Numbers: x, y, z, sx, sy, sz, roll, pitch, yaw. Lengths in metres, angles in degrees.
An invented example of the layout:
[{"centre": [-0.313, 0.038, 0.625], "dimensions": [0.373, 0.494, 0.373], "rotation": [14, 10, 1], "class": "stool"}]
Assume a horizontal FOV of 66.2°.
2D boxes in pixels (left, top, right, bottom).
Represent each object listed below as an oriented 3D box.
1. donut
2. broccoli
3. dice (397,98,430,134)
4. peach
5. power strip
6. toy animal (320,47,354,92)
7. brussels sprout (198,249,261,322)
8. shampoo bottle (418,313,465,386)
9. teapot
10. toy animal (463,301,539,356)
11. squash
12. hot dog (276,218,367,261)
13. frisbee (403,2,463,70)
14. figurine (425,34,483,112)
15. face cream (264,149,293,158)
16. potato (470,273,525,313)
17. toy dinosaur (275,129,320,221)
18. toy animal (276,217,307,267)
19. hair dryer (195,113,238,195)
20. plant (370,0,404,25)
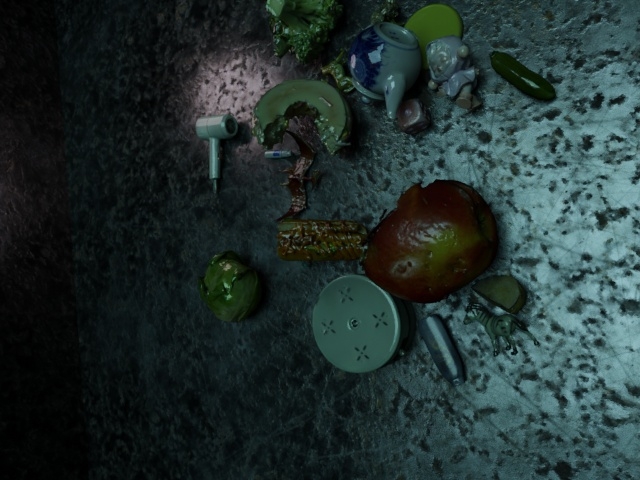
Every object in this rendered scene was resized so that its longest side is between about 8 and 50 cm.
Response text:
[{"centre": [-0.064, -0.460, 1.836], "dimensions": [0.370, 0.150, 0.308], "rotation": [4, 67, 2], "class": "donut"}, {"centre": [-0.073, -0.866, 1.886], "dimensions": [0.277, 0.317, 0.339], "rotation": [39, 146, 16], "class": "broccoli"}, {"centre": [0.320, -0.428, 1.696], "dimensions": [0.093, 0.091, 0.094], "rotation": [-21, 74, 29], "class": "dice"}, {"centre": [0.321, 0.015, 1.515], "dimensions": [0.416, 0.339, 0.354], "rotation": [-18, 73, 33], "class": "peach"}, {"centre": [0.157, 0.290, 1.702], "dimensions": [0.357, 0.161, 0.358], "rotation": [-2, 86, 31], "class": "power strip"}, {"centre": [0.086, -0.628, 1.882], "dimensions": [0.136, 0.073, 0.182], "rotation": [-34, 81, 34], "class": "toy animal"}, {"centre": [-0.369, 0.192, 2.008], "dimensions": [0.259, 0.227, 0.295], "rotation": [12, 101, 47], "class": "brussels sprout"}, {"centre": [0.400, 0.360, 1.607], "dimensions": [0.087, 0.049, 0.234], "rotation": [-33, 70, 28], "class": "shampoo bottle"}, {"centre": [0.207, -0.590, 1.697], "dimensions": [0.280, 0.252, 0.424], "rotation": [117, 146, -46], "class": "teapot"}, {"centre": [0.539, 0.259, 1.491], "dimensions": [0.176, 0.073, 0.217], "rotation": [65, 156, 6], "class": "toy animal"}, {"centre": [0.618, -0.515, 1.530], "dimensions": [0.258, 0.069, 0.069], "rotation": [48, 110, 26], "class": "squash"}, {"centre": [0.000, 0.000, 1.798], "dimensions": [0.348, 0.117, 0.159], "rotation": [2, 85, 11], "class": "hot dog"}, {"centre": [0.383, -0.716, 1.723], "dimensions": [0.235, 0.017, 0.236], "rotation": [-3, 85, 33], "class": "frisbee"}, {"centre": [0.440, -0.549, 1.605], "dimensions": [0.200, 0.133, 0.276], "rotation": [-41, 68, 61], "class": "figurine"}, {"centre": [-0.171, -0.358, 2.033], "dimensions": [0.130, 0.034, 0.034], "rotation": [4, 88, 32], "class": "face cream"}, {"centre": [0.566, 0.164, 1.515], "dimensions": [0.101, 0.089, 0.172], "rotation": [-56, 31, -3], "class": "potato"}, {"centre": [-0.114, -0.241, 1.944], "dimensions": [0.206, 0.112, 0.328], "rotation": [41, 111, 33], "class": "toy dinosaur"}, {"centre": [-0.097, 0.012, 1.937], "dimensions": [0.208, 0.100, 0.103], "rotation": [52, 151, 21], "class": "toy animal"}, {"centre": [-0.461, -0.378, 2.198], "dimensions": [0.172, 0.107, 0.358], "rotation": [5, 98, 33], "class": "hair dryer"}, {"centre": [0.251, -0.810, 1.794], "dimensions": [0.122, 0.104, 0.116], "rotation": [41, 148, 0], "class": "plant"}]
